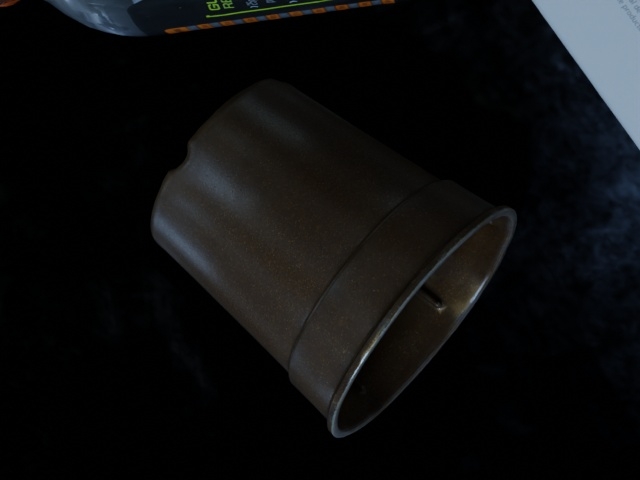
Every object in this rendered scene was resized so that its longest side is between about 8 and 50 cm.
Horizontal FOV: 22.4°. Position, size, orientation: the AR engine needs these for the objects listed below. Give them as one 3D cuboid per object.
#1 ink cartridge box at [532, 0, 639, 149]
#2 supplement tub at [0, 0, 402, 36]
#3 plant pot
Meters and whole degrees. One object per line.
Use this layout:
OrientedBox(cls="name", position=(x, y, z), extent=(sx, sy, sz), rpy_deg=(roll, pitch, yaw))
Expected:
OrientedBox(cls="ink cartridge box", position=(0.278, -0.074, 0.754), extent=(0.261, 0.066, 0.296), rpy_deg=(-28, 104, 44))
OrientedBox(cls="supplement tub", position=(0.002, -0.194, 0.637), extent=(0.338, 0.207, 0.207), rpy_deg=(-7, 122, 5))
OrientedBox(cls="plant pot", position=(0.000, 0.000, 0.951), extent=(0.165, 0.167, 0.167), rpy_deg=(39, 136, 15))
